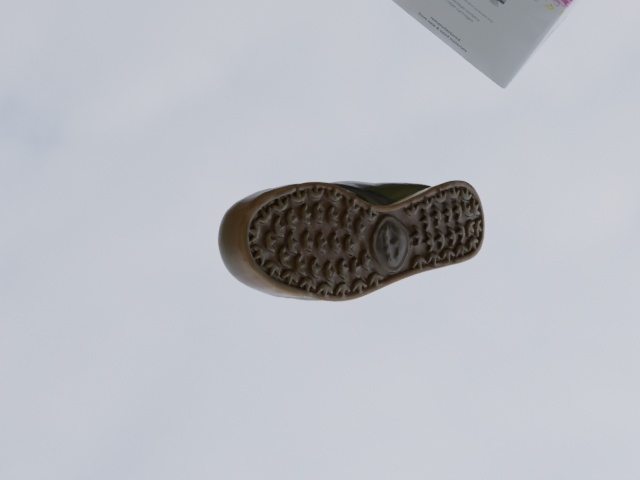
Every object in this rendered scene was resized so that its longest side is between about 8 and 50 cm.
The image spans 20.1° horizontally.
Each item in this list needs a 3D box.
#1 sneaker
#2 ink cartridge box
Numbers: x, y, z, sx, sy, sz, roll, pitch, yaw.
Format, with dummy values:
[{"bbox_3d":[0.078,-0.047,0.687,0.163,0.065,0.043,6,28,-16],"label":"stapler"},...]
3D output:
[{"bbox_3d":[0.000,0.000,0.997,0.086,0.064,0.192,-5,-179,44],"label":"sneaker"},{"bbox_3d":[0.154,-0.231,1.327,0.127,0.176,0.128,40,-134,2],"label":"ink cartridge box"}]
